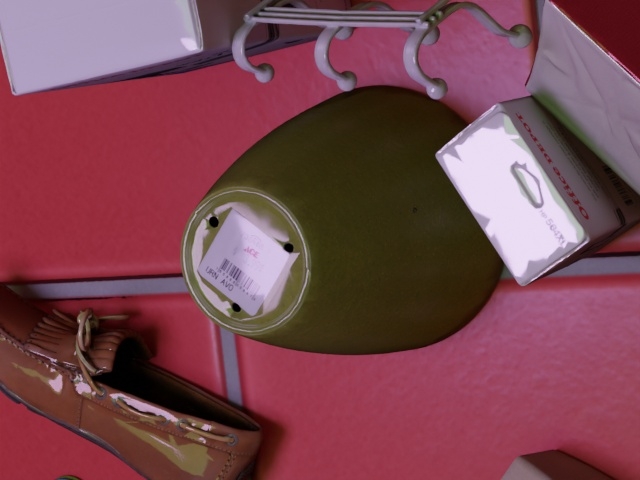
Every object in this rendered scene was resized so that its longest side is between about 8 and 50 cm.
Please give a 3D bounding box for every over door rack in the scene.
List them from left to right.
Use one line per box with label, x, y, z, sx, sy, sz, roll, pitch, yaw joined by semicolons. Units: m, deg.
over door rack;0.102;-0.248;1.717;0.239;0.324;0.108;9;143;45

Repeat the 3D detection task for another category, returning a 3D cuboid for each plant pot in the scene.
plant pot;0.000;0.000;1.824;0.274;0.293;0.275;5;101;27
plant pot;0.224;0.265;1.863;0.096;0.109;0.109;43;116;28

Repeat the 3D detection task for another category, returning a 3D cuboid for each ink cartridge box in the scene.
ink cartridge box;-0.139;-0.232;1.850;0.223;0.307;0.129;-10;94;29
ink cartridge box;0.210;-0.054;1.756;0.086;0.203;0.148;-37;80;27

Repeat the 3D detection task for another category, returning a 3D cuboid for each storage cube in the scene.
storage cube;0.316;-0.167;1.648;0.193;0.184;0.215;-40;75;-14

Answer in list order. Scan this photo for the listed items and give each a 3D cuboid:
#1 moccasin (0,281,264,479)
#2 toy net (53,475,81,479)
moccasin;-0.231;0.144;2.057;0.380;0.139;0.147;34;111;19
toy net;-0.280;0.391;2.180;0.122;0.045;0.232;13;106;23
